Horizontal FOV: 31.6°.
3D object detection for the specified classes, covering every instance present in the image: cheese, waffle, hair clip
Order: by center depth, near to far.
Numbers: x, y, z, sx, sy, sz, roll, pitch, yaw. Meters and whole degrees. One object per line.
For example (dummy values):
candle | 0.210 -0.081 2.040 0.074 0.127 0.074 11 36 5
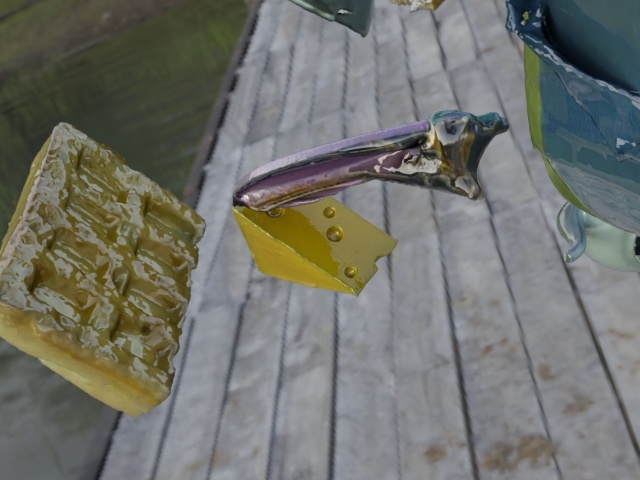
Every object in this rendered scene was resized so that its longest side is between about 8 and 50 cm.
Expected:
waffle | -0.191 0.019 0.973 0.057 0.168 0.274 -45 23 27
hair clip | 0.029 -0.071 1.197 0.359 0.095 0.110 -6 24 41
cheese | 0.000 0.000 1.360 0.171 0.126 0.093 25 61 30

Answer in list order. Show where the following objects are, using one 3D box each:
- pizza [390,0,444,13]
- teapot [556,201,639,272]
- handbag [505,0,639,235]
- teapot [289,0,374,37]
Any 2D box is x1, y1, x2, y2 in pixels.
pizza | 0.139 -0.331 1.431 0.185 0.052 0.195 -55 19 -22
teapot | 0.409 -0.043 1.414 0.294 0.193 0.129 -11 42 -16
handbag | 0.183 -0.102 0.336 0.222 0.263 0.241 -4 15 -9
teapot | 0.022 -0.233 0.597 0.225 0.171 0.203 -63 22 14
